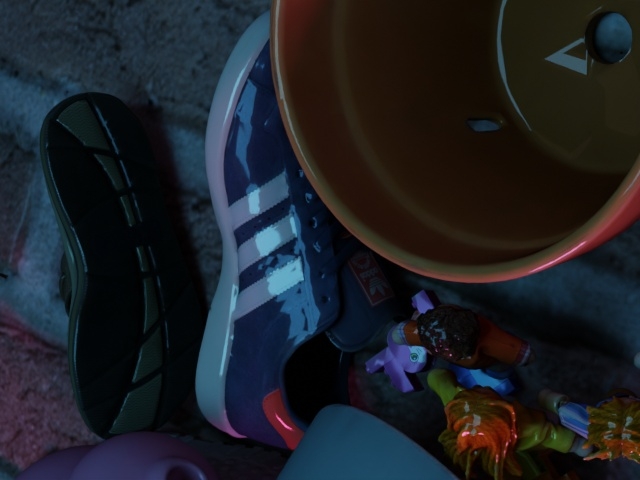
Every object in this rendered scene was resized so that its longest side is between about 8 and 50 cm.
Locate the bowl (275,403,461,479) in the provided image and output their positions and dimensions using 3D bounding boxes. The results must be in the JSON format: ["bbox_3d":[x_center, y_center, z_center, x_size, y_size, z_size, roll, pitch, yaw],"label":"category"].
[{"bbox_3d":[0.044,0.281,1.025,0.311,0.163,0.311,44,159,22],"label":"bowl"}]

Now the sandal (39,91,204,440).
[{"bbox_3d":[-0.177,0.022,1.325,0.086,0.120,0.303,169,93,-68],"label":"sandal"}]

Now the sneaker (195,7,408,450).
[{"bbox_3d":[0.000,0.000,1.156,0.148,0.131,0.350,17,114,34],"label":"sneaker"}]

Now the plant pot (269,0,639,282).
[{"bbox_3d":[0.140,-0.130,0.964,0.291,0.203,0.291,7,101,38],"label":"plant pot"}]

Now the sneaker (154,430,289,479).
[{"bbox_3d":[-0.089,0.229,1.290,0.235,0.090,0.095,9,111,45],"label":"sneaker"}]

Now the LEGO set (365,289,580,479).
[{"bbox_3d":[0.114,0.156,1.098,0.093,0.087,0.227,-38,72,21],"label":"LEGO set"}]

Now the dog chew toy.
[{"bbox_3d":[-0.185,0.258,1.203,0.332,0.206,0.207,-42,70,42],"label":"dog chew toy"}]

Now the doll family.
[{"bbox_3d":[0.166,0.108,0.948,0.263,0.163,0.118,4,83,18],"label":"doll family"}]
